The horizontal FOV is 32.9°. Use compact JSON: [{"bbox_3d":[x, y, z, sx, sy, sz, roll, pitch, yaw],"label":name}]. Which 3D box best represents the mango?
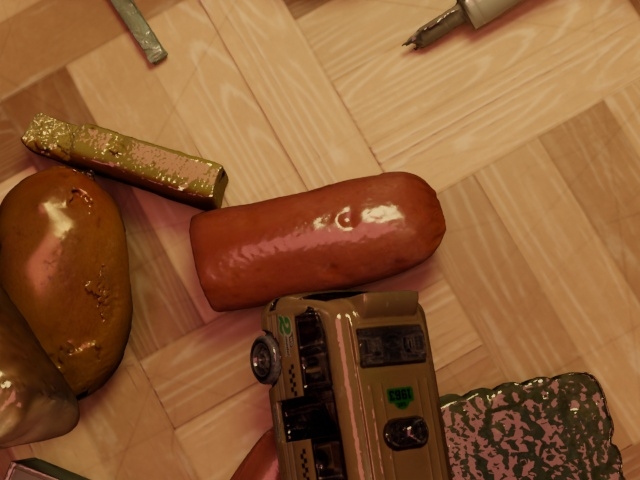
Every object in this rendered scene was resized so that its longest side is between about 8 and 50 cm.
[{"bbox_3d":[-0.276,0.046,1.124,0.156,0.151,0.249,0,90,38],"label":"mango"}]

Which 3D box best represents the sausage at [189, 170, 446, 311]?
[{"bbox_3d":[0.000,0.000,1.126,0.259,0.113,0.114,-12,81,2],"label":"sausage"}]

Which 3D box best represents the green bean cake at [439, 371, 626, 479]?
[{"bbox_3d":[0.206,0.233,1.090,0.184,0.094,0.184,-12,81,0],"label":"green bean cake"}]

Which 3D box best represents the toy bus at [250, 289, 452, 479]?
[{"bbox_3d":[0.038,0.185,1.034,0.139,0.157,0.290,1,76,-37],"label":"toy bus"}]

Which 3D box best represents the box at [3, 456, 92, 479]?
[{"bbox_3d":[-0.286,0.350,1.098,0.129,0.086,0.225,20,83,6],"label":"box"}]

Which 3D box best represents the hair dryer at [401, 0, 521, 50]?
[{"bbox_3d":[0.239,-0.301,1.149,0.357,0.173,0.108,-33,79,11],"label":"hair dryer"}]

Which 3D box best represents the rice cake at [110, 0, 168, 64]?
[{"bbox_3d":[-0.210,-0.250,1.215,0.022,0.021,0.121,-34,82,7],"label":"rice cake"}]

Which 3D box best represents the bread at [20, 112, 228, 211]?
[{"bbox_3d":[-0.210,-0.087,1.159,0.226,0.088,0.049,18,84,4],"label":"bread"}]

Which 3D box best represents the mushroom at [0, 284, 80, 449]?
[{"bbox_3d":[-0.402,0.066,1.018,0.397,0.224,0.314,-2,88,21],"label":"mushroom"}]

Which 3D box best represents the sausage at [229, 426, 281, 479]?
[{"bbox_3d":[-0.066,0.270,1.107,0.077,0.077,0.194,34,84,7],"label":"sausage"}]
